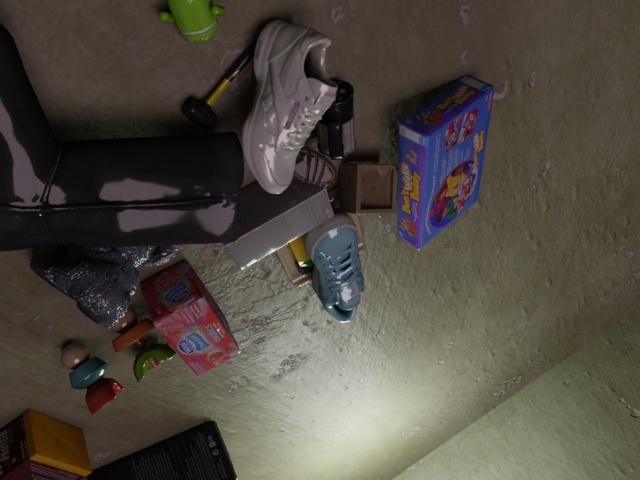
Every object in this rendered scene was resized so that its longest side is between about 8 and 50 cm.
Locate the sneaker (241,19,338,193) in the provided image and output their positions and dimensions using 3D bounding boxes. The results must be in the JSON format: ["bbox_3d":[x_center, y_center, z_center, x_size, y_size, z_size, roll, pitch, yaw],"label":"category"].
[{"bbox_3d":[-0.053,-0.224,1.061,0.114,0.152,0.305,-21,123,-53],"label":"sneaker"}]

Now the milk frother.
[{"bbox_3d":[-0.006,-0.234,1.206,0.143,0.129,0.134,10,139,15],"label":"milk frother"}]

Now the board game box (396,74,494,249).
[{"bbox_3d":[0.285,-0.174,1.405,0.233,0.078,0.347,-37,144,-26],"label":"board game box"}]

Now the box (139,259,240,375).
[{"bbox_3d":[-0.296,0.182,1.388,0.123,0.128,0.257,-28,140,-7],"label":"box"}]

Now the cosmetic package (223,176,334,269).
[{"bbox_3d":[-0.106,-0.058,1.278,0.238,0.127,0.107,-30,141,-8],"label":"cosmetic package"}]

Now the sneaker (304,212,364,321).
[{"bbox_3d":[0.056,0.077,1.429,0.135,0.150,0.366,-28,151,-11],"label":"sneaker"}]

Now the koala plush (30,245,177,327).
[{"bbox_3d":[-0.390,0.033,1.148,0.221,0.203,0.196,-51,121,-22],"label":"koala plush"}]

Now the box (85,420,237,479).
[{"bbox_3d":[-0.448,0.769,1.808,0.395,0.212,0.293,-20,139,-17],"label":"box"}]

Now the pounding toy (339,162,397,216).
[{"bbox_3d":[0.113,-0.111,1.387,0.141,0.100,0.130,-4,100,-31],"label":"pounding toy"}]

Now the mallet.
[{"bbox_3d":[-0.176,-0.286,1.076,0.062,0.039,0.189,22,112,-46],"label":"mallet"}]

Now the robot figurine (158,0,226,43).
[{"bbox_3d":[-0.202,-0.364,0.951,0.101,0.067,0.115,-5,140,8],"label":"robot figurine"}]

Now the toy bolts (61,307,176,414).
[{"bbox_3d":[-0.468,0.258,1.383,0.228,0.158,0.218,-36,-177,-10],"label":"toy bolts"}]

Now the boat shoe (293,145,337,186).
[{"bbox_3d":[-0.055,-0.169,1.206,0.190,0.072,0.068,25,105,-17],"label":"boat shoe"}]

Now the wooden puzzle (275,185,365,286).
[{"bbox_3d":[0.000,0.000,1.468,0.221,0.044,0.238,-28,140,-6],"label":"wooden puzzle"}]

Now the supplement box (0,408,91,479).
[{"bbox_3d":[-0.711,0.545,1.471,0.194,0.129,0.191,-35,140,1],"label":"supplement box"}]

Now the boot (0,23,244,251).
[{"bbox_3d":[-0.331,-0.153,0.984,0.445,0.146,0.367,-2,121,-30],"label":"boot"}]
